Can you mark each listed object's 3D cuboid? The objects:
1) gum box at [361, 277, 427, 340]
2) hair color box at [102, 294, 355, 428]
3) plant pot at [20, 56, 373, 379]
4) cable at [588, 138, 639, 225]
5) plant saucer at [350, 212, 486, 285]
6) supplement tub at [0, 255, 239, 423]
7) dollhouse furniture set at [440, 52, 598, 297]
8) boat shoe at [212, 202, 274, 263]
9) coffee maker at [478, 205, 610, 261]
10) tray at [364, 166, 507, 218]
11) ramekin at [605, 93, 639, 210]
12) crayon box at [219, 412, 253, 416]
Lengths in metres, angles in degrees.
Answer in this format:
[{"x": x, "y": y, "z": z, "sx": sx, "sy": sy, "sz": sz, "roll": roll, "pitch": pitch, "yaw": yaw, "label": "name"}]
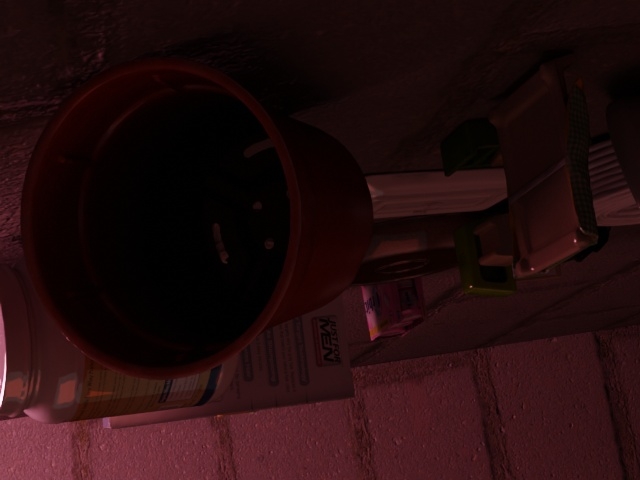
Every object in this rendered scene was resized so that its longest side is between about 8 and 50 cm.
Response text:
[{"x": 0.131, "y": 0.106, "z": 2.248, "sx": 0.062, "sy": 0.107, "sz": 0.188, "roll": -7, "pitch": 167, "yaw": -14, "label": "gum box"}, {"x": -0.149, "y": 0.171, "z": 1.929, "sx": 0.374, "sy": 0.185, "sz": 0.113, "roll": -5, "pitch": 173, "yaw": -15, "label": "hair color box"}, {"x": -0.089, "y": -0.019, "z": 1.184, "sx": 0.272, "sy": 0.273, "sz": 0.265, "roll": -15, "pitch": 174, "yaw": 23, "label": "plant pot"}, {"x": 0.438, "y": -0.083, "z": 1.669, "sx": 0.257, "sy": 0.089, "sz": 0.257, "roll": -12, "pitch": 168, "yaw": 9, "label": "cable"}, {"x": 0.125, "y": 0.022, "z": 2.002, "sx": 0.310, "sy": 0.050, "sz": 0.310, "roll": -10, "pitch": 169, "yaw": -2, "label": "plant saucer"}, {"x": -0.290, "y": 0.121, "z": 1.684, "sx": 0.316, "sy": 0.228, "sz": 0.228, "roll": -3, "pitch": 166, "yaw": -30, "label": "supplement tub"}, {"x": 0.262, "y": -0.062, "z": 1.363, "sx": 0.151, "sy": 0.198, "sz": 0.301, "roll": -5, "pitch": 168, "yaw": -17, "label": "dollhouse furniture set"}, {"x": -0.093, "y": 0.010, "z": 1.664, "sx": 0.096, "sy": 0.088, "sz": 0.267, "roll": -9, "pitch": 168, "yaw": -7, "label": "boat shoe"}, {"x": 0.326, "y": -0.006, "z": 1.863, "sx": 0.171, "sy": 0.120, "sz": 0.178, "roll": 1, "pitch": 165, "yaw": -44, "label": "coffee maker"}, {"x": 0.145, "y": -0.059, "z": 1.683, "sx": 0.270, "sy": 0.030, "sz": 0.145, "roll": -5, "pitch": 168, "yaw": -24, "label": "tray"}, {"x": 0.433, "y": -0.061, "z": 1.392, "sx": 0.127, "sy": 0.273, "sz": 0.273, "roll": -29, "pitch": 161, "yaw": 24, "label": "ramekin"}, {"x": -0.130, "y": 0.185, "z": 2.168, "sx": 0.083, "sy": 0.203, "sz": 0.323, "roll": -6, "pitch": 167, "yaw": -18, "label": "crayon box"}]
